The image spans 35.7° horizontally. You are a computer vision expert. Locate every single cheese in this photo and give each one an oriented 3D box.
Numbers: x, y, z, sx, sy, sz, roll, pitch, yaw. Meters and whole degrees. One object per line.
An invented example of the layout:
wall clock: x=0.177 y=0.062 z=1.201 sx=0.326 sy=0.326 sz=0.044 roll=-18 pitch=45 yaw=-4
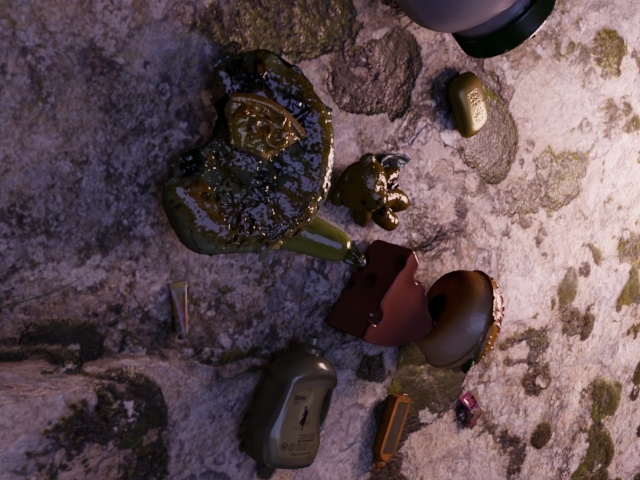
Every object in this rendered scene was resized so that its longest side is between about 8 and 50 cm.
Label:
cheese: x=0.112 y=0.133 z=1.971 sx=0.177 sy=0.128 sz=0.202 roll=-34 pitch=124 yaw=-30

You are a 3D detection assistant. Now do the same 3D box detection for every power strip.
power strip: x=0.150 y=0.414 z=2.152 sx=0.049 sy=0.028 sz=0.178 roll=16 pitch=91 yaw=-43

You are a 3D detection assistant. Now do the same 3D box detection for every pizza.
pizza: x=-0.095 y=-0.185 z=1.647 sx=0.160 sy=0.036 sz=0.099 roll=26 pitch=80 yaw=-30

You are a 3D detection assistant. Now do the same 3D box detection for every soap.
soap: x=0.311 y=-0.283 z=2.083 sx=0.089 sy=0.045 sz=0.140 roll=-40 pitch=125 yaw=-30

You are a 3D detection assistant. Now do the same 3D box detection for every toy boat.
toy boat: x=0.150 y=-0.156 z=1.985 sx=0.083 sy=0.038 sz=0.038 roll=-15 pitch=111 yaw=-37

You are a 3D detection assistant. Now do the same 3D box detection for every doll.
doll: x=0.114 y=-0.083 z=1.934 sx=0.209 sy=0.097 sz=0.137 roll=29 pitch=101 yaw=-48

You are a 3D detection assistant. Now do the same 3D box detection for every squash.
squash: x=-0.002 y=0.000 z=1.872 sx=0.200 sy=0.075 sz=0.090 roll=25 pitch=66 yaw=-21

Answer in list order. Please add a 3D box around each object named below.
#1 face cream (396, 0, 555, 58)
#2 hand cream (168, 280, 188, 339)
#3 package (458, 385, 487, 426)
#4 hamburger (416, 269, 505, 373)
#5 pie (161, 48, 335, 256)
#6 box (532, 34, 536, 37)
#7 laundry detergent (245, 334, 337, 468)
face cream: x=0.264 y=-0.534 z=1.844 sx=0.312 sy=0.219 sz=0.357 roll=-50 pitch=125 yaw=-8
hand cream: x=-0.244 y=0.122 z=1.729 sx=0.035 sy=0.022 sz=0.102 roll=-10 pitch=104 yaw=-34
package: x=0.358 y=0.389 z=2.329 sx=0.059 sy=0.029 sz=0.083 roll=-31 pitch=111 yaw=-23
hamburger: x=0.293 y=0.165 z=2.089 sx=0.147 sy=0.237 sz=0.236 roll=30 pitch=81 yaw=-19
pie: x=-0.112 y=-0.133 z=1.705 sx=0.297 sy=0.078 sz=0.371 roll=30 pitch=79 yaw=-30
box: x=0.448 y=-0.594 z=2.055 sx=0.097 sy=0.134 sz=0.345 roll=27 pitch=83 yaw=-46
laundry detergent: x=-0.045 y=0.306 z=1.908 sx=0.181 sy=0.091 sz=0.253 roll=15 pitch=92 yaw=-44
